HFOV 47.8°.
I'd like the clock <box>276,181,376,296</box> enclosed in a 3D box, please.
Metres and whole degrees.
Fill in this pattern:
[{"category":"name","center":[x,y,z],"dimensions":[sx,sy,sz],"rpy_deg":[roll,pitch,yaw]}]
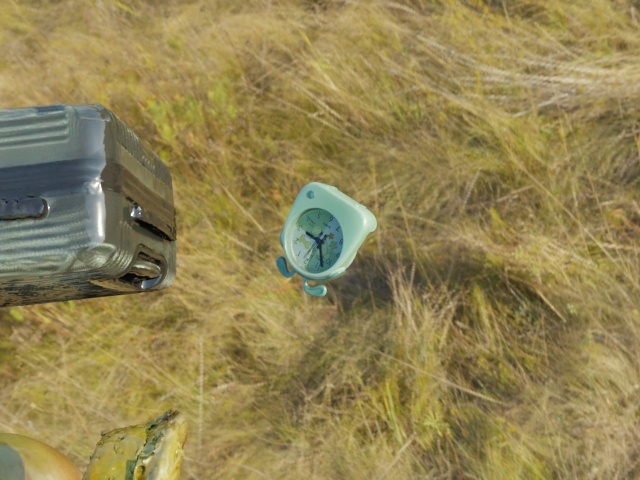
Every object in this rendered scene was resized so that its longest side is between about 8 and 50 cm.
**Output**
[{"category":"clock","center":[-0.001,0.000,1.295],"dimensions":[0.148,0.060,0.189],"rpy_deg":[37,105,23]}]

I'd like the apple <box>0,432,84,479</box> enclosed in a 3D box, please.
[{"category":"apple","center":[-0.654,0.564,1.472],"dimensions":[0.305,0.338,0.338],"rpy_deg":[37,78,17]}]

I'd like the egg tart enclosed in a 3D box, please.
[{"category":"egg tart","center":[-0.273,0.347,0.965],"dimensions":[0.295,0.116,0.295],"rpy_deg":[-59,11,19]}]

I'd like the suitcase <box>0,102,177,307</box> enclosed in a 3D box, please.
[{"category":"suitcase","center":[-0.276,-0.015,0.564],"dimensions":[0.312,0.202,0.128],"rpy_deg":[-5,81,3]}]
